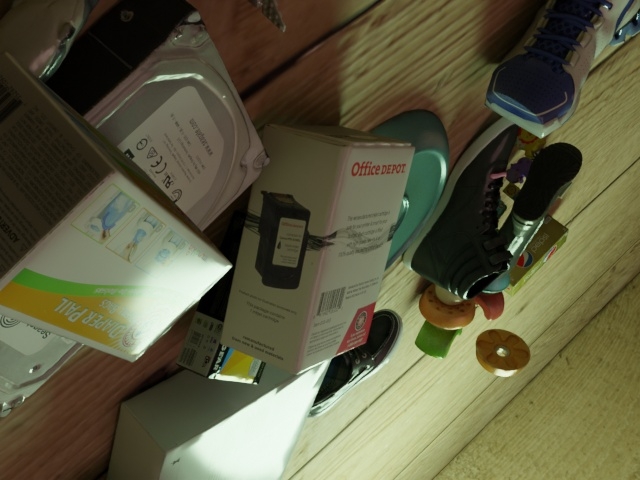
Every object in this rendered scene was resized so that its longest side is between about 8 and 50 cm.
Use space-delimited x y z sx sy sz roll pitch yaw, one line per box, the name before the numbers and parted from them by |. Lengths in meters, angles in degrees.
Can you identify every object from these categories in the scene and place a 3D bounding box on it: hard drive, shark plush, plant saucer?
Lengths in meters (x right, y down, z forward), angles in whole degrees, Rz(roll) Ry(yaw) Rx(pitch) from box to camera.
hard drive | -0.200 -0.018 0.729 0.339 0.064 0.237 -44 155 -10
shark plush | -0.191 -0.141 0.606 0.161 0.073 0.067 -62 -177 -7
plant saucer | 0.071 -0.029 1.203 0.317 0.044 0.317 -39 155 -22

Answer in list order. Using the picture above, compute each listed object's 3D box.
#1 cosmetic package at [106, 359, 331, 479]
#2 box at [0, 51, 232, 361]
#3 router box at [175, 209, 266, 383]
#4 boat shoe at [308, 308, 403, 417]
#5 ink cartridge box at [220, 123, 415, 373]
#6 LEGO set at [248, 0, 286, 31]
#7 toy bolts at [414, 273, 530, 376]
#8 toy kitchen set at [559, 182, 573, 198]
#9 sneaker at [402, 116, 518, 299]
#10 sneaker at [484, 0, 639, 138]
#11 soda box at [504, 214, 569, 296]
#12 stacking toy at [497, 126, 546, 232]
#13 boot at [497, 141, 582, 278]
cosmetic package | -0.156 0.303 1.239 0.284 0.097 0.377 -27 148 -42
box | -0.156 -0.009 0.581 0.103 0.114 0.203 -44 160 -2
router box | -0.082 0.067 1.012 0.133 0.046 0.179 27 83 -66
boat shoe | 0.039 0.193 1.447 0.228 0.080 0.076 -41 158 -1
ink cartridge box | 0.000 0.000 0.955 0.172 0.100 0.237 -12 117 -62
LEGO set | -0.036 -0.262 0.654 0.182 0.060 0.244 -52 157 17
toy bolts | 0.306 0.109 1.650 0.228 0.218 0.158 -51 158 -46
toy kitchen set | 0.424 -0.122 1.619 0.068 0.083 0.075 -53 156 9
sneaker | 0.256 -0.038 1.378 0.104 0.147 0.296 -8 132 -54
sneaker | 0.329 -0.300 1.165 0.315 0.127 0.182 -47 154 -21
soda box | 0.446 0.033 1.920 0.181 0.058 0.061 -43 156 -13
stacking toy | 0.310 -0.087 1.527 0.221 0.052 0.167 -50 155 8
boot | 0.349 -0.045 1.500 0.189 0.076 0.208 -47 159 -20
